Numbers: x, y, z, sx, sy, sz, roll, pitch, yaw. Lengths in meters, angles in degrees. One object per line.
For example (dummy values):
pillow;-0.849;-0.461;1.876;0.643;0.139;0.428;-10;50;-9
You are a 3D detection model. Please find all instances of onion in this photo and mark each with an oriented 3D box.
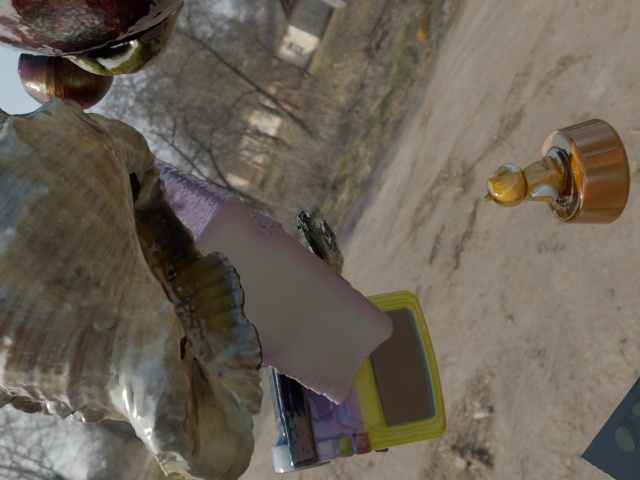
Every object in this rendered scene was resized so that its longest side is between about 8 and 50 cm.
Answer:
onion;-0.315;-0.217;0.915;0.118;0.119;0.117;123;166;-53

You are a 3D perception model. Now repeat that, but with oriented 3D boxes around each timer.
timer;0.274;-0.074;0.890;0.132;0.152;0.132;171;90;-83

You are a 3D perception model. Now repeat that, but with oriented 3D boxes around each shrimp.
shrimp;0.000;0.000;1.317;0.034;0.161;0.091;-14;36;26

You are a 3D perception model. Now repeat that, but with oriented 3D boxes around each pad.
pad;0.424;0.224;0.899;0.190;0.004;0.127;-51;31;-7

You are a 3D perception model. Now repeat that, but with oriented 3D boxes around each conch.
conch;-0.114;0.026;0.393;0.163;0.245;0.178;-33;9;46

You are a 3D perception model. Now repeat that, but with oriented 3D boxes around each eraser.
eraser;-0.127;0.014;0.813;0.359;0.272;0.122;27;82;50

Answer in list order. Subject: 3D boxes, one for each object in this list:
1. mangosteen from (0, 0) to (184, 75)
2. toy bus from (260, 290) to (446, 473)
mangosteen;-0.215;-0.302;0.670;0.359;0.306;0.306;39;-114;-51
toy bus;0.034;0.227;1.116;0.440;0.249;0.209;102;157;-72
